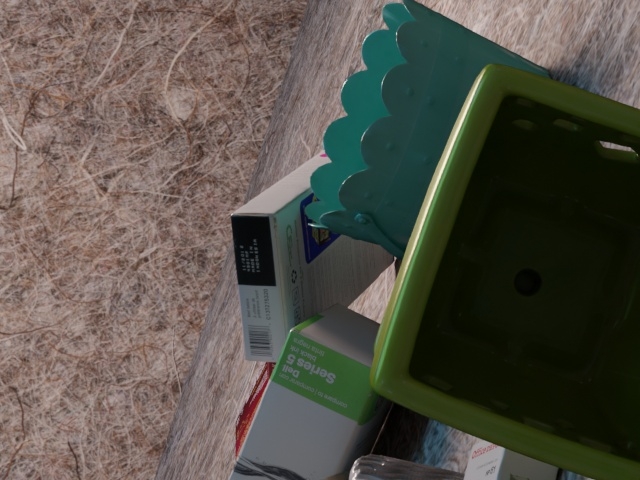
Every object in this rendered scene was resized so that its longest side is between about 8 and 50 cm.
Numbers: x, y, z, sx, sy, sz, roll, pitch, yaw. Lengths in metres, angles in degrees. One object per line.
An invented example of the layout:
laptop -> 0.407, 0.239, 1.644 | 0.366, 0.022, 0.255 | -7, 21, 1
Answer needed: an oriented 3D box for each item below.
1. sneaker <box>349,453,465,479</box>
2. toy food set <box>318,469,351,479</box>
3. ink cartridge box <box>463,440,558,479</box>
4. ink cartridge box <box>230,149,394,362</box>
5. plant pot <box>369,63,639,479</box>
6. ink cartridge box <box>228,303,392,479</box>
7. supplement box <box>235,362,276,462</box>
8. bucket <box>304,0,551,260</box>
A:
sneaker -> 0.060, 0.256, 1.344 | 0.281, 0.105, 0.115 | -18, -63, -71
toy food set -> -0.054, 0.380, 1.585 | 0.219, 0.092, 0.306 | 1, -67, -64
ink cartridge box -> 0.143, 0.218, 1.268 | 0.088, 0.052, 0.122 | 132, 158, -67
ink cartridge box -> 0.000, 0.000, 1.909 | 0.371, 0.069, 0.176 | -37, -55, -61
plant pot -> 0.163, 0.028, 1.083 | 0.207, 0.228, 0.227 | -175, 106, -86
ink cartridge box -> -0.010, 0.225, 1.755 | 0.273, 0.114, 0.198 | -67, -11, 11
supplement box -> -0.067, 0.267, 2.266 | 0.239, 0.073, 0.130 | -100, 33, -70
bucket -> 0.116, -0.109, 1.728 | 0.281, 0.183, 0.281 | -158, 90, -81
